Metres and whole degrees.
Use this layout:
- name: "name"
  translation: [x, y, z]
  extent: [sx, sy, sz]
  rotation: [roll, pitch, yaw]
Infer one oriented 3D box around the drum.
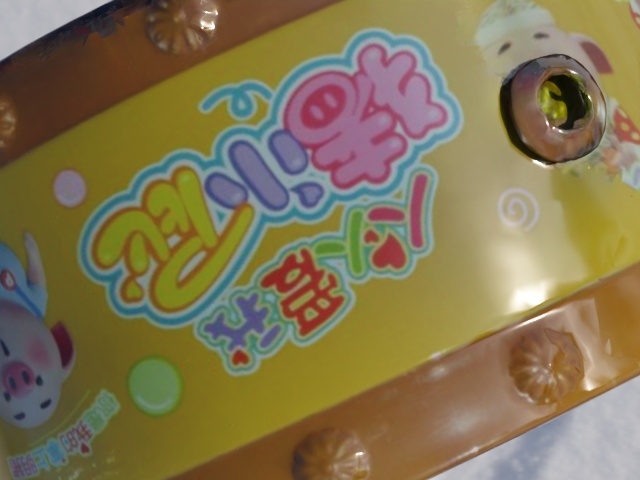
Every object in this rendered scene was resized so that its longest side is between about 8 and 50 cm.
- name: "drum"
  translation: [0.000, 0.000, 0.765]
  extent: [0.431, 0.431, 0.214]
  rotation: [-25, 87, 22]
